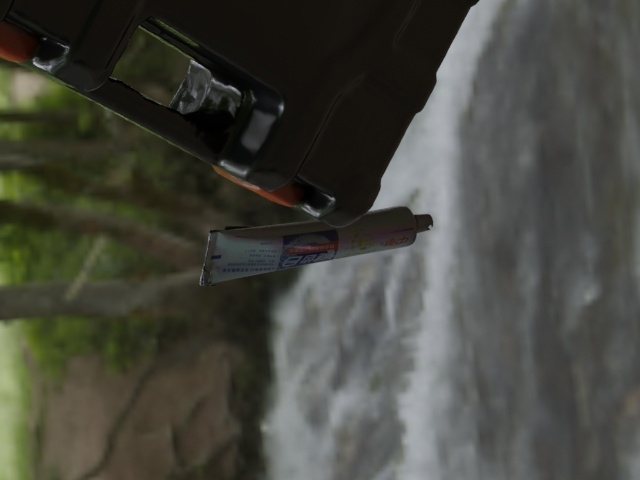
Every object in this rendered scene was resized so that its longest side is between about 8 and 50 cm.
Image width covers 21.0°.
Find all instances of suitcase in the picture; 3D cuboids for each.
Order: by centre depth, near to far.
[{"bbox_3d":[-0.030,-0.135,0.678,0.066,0.285,0.206,28,90,36],"label":"suitcase"}]

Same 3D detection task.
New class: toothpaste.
[{"bbox_3d":[0.000,0.000,1.130,0.028,0.170,0.045,55,143,39],"label":"toothpaste"}]
